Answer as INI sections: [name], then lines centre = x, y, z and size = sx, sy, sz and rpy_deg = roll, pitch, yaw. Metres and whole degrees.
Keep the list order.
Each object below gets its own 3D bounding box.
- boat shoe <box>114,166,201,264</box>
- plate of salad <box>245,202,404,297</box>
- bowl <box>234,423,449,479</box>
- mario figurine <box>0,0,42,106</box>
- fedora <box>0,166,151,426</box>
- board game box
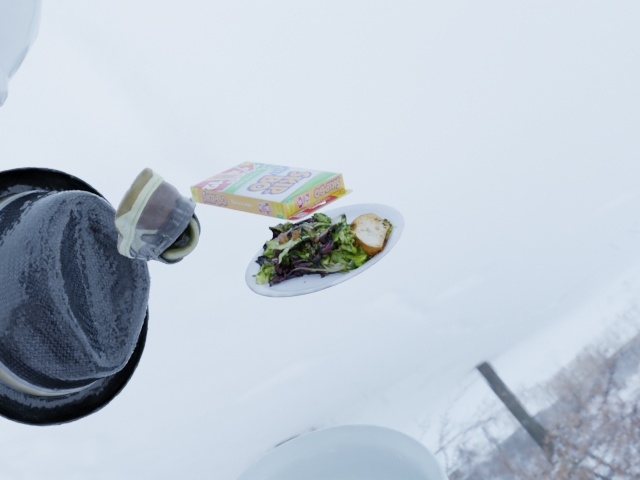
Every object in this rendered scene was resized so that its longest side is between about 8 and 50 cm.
[boat shoe]
centre = -0.111, -0.005, 0.549
size = 0.056, 0.049, 0.152
rpy_deg = -57, 180, -11
[plate of salad]
centre = 0.000, 0.000, 0.911
size = 0.200, 0.200, 0.048
rpy_deg = -33, 117, -19
[bowl]
centre = 0.021, 0.358, 0.876
size = 0.298, 0.298, 0.134
rpy_deg = -32, 118, -20
[mario figurine]
centre = -0.213, -0.024, 0.268
size = 0.198, 0.170, 0.320
rpy_deg = -61, 167, -59
[fedora]
centre = -0.312, 0.060, 0.966
size = 0.152, 0.334, 0.334
rpy_deg = -14, -177, 44
[board game box]
centre = -0.080, -0.080, 1.214
size = 0.124, 0.259, 0.039
rpy_deg = -30, 121, -36
